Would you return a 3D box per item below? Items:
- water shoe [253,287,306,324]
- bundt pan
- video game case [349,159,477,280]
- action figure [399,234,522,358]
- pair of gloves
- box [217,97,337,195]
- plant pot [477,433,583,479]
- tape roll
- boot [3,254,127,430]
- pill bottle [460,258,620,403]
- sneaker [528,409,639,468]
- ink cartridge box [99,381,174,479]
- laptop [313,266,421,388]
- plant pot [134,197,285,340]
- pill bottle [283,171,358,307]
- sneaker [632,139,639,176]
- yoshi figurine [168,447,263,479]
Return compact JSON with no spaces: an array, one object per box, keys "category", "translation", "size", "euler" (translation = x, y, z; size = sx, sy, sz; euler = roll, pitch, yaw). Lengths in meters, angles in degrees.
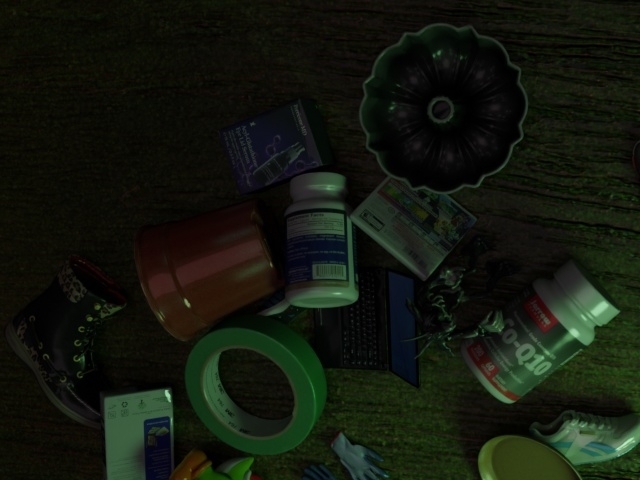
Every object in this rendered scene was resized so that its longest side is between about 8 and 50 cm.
[{"category":"water shoe","translation":[-0.081,0.135,1.725],"size":[0.203,0.073,0.080],"euler":[-31,49,29]},{"category":"bundt pan","translation":[0.248,-0.260,1.529],"size":[0.330,0.124,0.331],"euler":[3,99,17]},{"category":"video game case","translation":[0.191,-0.044,1.572],"size":[0.201,0.023,0.183],"euler":[40,67,10]},{"category":"action figure","translation":[0.272,0.112,1.488],"size":[0.164,0.141,0.276],"euler":[47,64,-11]},{"category":"pair of gloves","translation":[0.053,0.540,1.750],"size":[0.159,0.023,0.198],"euler":[41,106,11]},{"category":"box","translation":[-0.091,-0.201,1.654],"size":[0.207,0.108,0.153],"euler":[-20,90,19]},{"category":"plant pot","translation":[0.437,0.488,1.570],"size":[0.236,0.032,0.236],"euler":[22,129,29]},{"category":"tape roll","translation":[-0.147,0.325,1.723],"size":[0.321,0.077,0.321],"euler":[7,111,19]},{"category":"boot","translation":[-0.568,0.245,1.856],"size":[0.377,0.138,0.284],"euler":[45,108,13]},{"category":"pill bottle","translation":[0.430,0.176,1.508],"size":[0.283,0.161,0.161],"euler":[-44,83,18]},{"category":"sneaker","translation":[0.535,0.388,1.539],"size":[0.228,0.087,0.092],"euler":[-22,98,19]},{"category":"ink cartridge box","translation":[-0.436,0.515,1.834],"size":[0.165,0.065,0.333],"euler":[-3,96,-27]},{"category":"laptop","translation":[0.091,0.180,1.630],"size":[0.264,0.136,0.234],"euler":[0,97,18]},{"category":"plant pot","translation":[-0.216,0.046,1.659],"size":[0.265,0.272,0.272],"euler":[-21,90,11]},{"category":"pill bottle","translation":[0.000,0.000,1.598],"size":[0.153,0.153,0.265],"euler":[-6,75,18]},{"category":"sneaker","translation":[0.636,-0.118,1.454],"size":[0.061,0.065,0.158],"euler":[-14,93,19]},{"category":"yoshi figurine","translation":[-0.192,0.652,1.766],"size":[0.362,0.203,0.203],"euler":[33,121,9]}]
